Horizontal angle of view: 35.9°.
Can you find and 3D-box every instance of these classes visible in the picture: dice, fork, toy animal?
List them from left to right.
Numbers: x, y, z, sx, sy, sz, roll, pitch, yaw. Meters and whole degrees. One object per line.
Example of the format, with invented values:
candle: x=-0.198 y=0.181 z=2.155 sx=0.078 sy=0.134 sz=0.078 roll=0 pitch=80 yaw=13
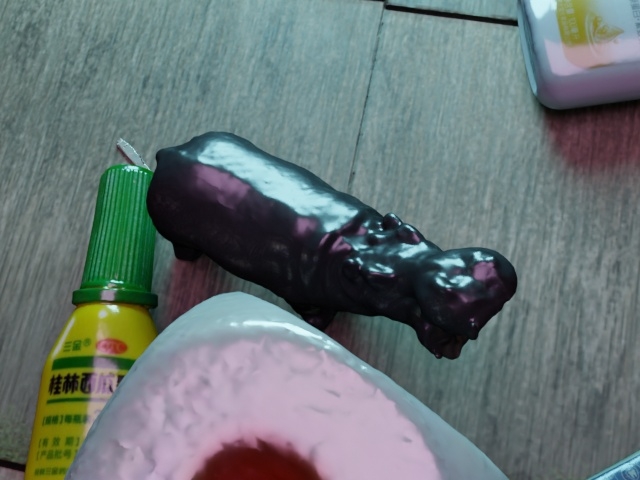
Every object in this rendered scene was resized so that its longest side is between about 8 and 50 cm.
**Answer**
fork: x=-0.160 y=-0.060 z=0.937 sx=0.016 sy=0.012 sz=0.115 roll=-39 pitch=65 yaw=-13
dice: x=-0.021 y=0.207 z=0.687 sx=0.259 sy=0.251 sz=0.243 roll=31 pitch=77 yaw=17
toy animal: x=0.009 y=0.010 z=0.801 sx=0.343 sy=0.168 sz=0.106 roll=22 pitch=70 yaw=30

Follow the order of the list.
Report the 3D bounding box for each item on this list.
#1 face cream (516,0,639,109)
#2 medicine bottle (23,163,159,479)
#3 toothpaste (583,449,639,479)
face cream: x=0.332 y=-0.198 z=0.901 sx=0.291 sy=0.071 sz=0.144 roll=-5 pitch=68 yaw=4
medicine bottle: x=-0.181 y=0.082 z=0.849 sx=0.111 sy=0.076 sz=0.309 roll=1 pitch=68 yaw=6
toothpaste: x=0.255 y=0.189 z=0.778 sx=0.197 sy=0.035 sz=0.057 roll=-24 pitch=74 yaw=-6
